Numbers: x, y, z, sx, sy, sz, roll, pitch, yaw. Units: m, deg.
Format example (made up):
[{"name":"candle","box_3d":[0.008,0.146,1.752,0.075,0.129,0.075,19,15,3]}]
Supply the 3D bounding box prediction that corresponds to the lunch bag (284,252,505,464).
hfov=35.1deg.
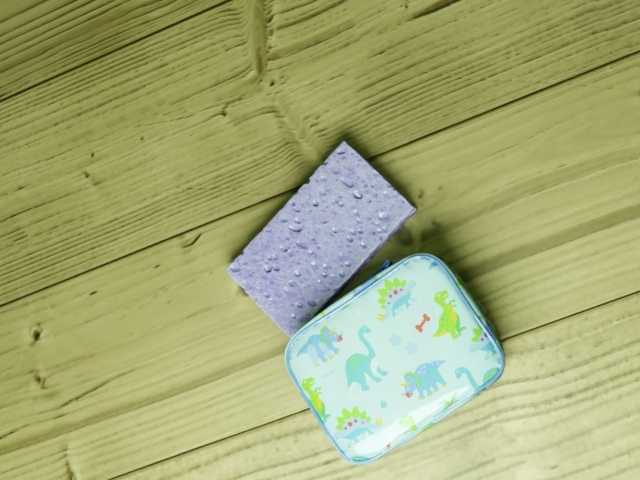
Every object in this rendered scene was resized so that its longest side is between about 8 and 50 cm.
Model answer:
[{"name":"lunch bag","box_3d":[0.082,0.125,1.120,0.219,0.090,0.176,-35,80,8]}]

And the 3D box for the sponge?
[{"name":"sponge","box_3d":[0.000,0.000,1.179,0.117,0.031,0.210,44,96,12]}]
